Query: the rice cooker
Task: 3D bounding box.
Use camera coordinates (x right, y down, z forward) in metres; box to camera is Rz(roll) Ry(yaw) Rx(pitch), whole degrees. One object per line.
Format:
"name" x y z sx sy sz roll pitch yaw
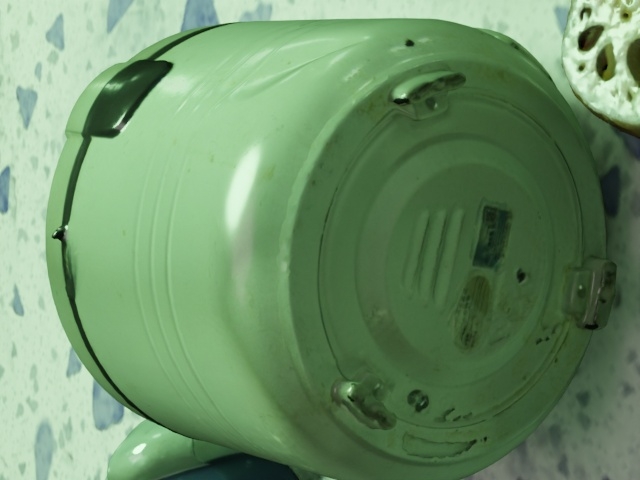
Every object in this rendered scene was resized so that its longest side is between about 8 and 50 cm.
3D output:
"rice cooker" 0.000 0.000 0.868 0.244 0.226 0.226 2 91 53

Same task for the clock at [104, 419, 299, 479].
"clock" -0.043 0.211 0.973 0.199 0.146 0.243 -63 39 39

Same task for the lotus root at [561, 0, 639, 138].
"lotus root" 0.161 -0.099 0.763 0.112 0.081 0.122 17 103 46
